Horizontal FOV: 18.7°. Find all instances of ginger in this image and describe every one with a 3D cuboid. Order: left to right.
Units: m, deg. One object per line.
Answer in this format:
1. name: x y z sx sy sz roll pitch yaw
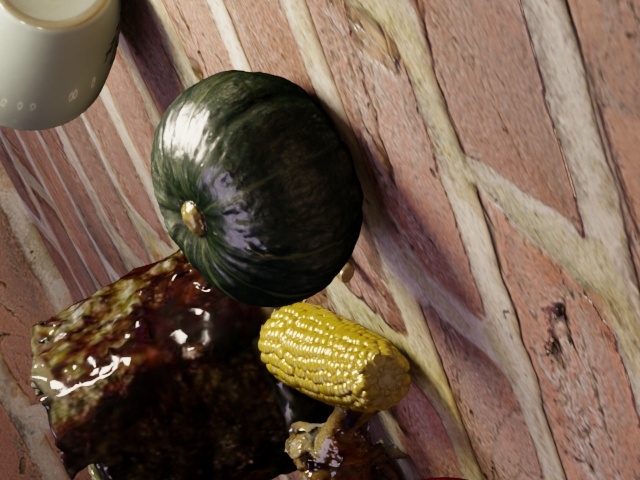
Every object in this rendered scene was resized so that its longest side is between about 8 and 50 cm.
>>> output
1. ginger: 0.000 -0.001 1.845 0.048 0.030 0.097 28 -162 -53

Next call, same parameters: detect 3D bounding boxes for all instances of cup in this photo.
1. cup: -0.302 -0.275 2.047 0.234 0.186 0.258 130 135 -68

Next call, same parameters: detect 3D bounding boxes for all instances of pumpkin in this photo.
1. pumpkin: -0.054 -0.046 1.673 0.211 0.152 0.211 41 142 44

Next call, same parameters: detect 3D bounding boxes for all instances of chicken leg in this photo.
1. chicken leg: 0.023 0.215 2.067 0.196 0.125 0.080 74 -176 -49

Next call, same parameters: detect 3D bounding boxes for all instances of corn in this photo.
1. corn: 0.012 0.118 1.946 0.091 0.091 0.260 66 163 -14

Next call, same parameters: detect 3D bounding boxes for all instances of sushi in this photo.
1. sushi: -0.160 0.165 2.209 0.281 0.294 0.299 62 176 -14

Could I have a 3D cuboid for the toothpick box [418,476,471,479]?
1. toothpick box: 0.100 0.356 1.941 0.204 0.204 0.333 55 168 8
